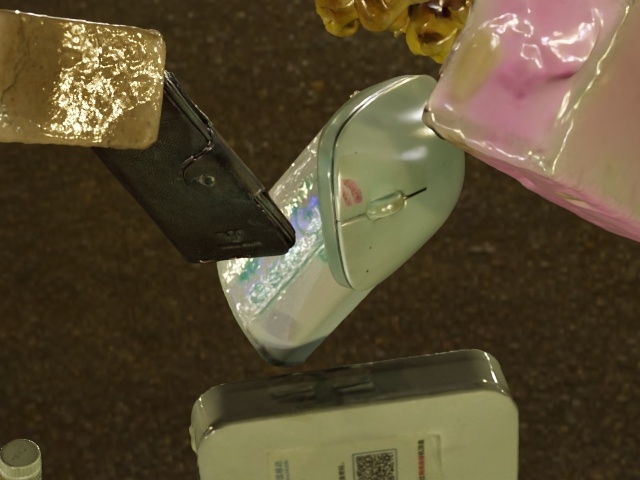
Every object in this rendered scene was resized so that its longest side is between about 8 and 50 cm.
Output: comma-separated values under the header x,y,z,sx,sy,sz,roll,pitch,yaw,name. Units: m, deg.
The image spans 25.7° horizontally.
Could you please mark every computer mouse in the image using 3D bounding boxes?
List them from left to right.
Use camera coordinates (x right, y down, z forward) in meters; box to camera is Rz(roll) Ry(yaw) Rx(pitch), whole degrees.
x,y,z,sx,sy,sz,roll,pitch,yaw,name
0.075,-0.060,1.260,0.097,0.159,0.288,0,18,15,computer mouse

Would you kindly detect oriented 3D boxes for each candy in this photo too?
x,y,z,sx,sy,sz,roll,pitch,yaw,name
0.194,-0.089,0.891,0.116,0.155,0.265,29,5,42,candy

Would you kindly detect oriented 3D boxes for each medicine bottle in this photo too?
x,y,z,sx,sy,sz,roll,pitch,yaw,name
-0.329,0.264,1.545,0.047,0.083,0.047,4,35,-3,medicine bottle

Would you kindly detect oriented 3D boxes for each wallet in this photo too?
x,y,z,sx,sy,sz,roll,pitch,yaw,name
-0.158,-0.078,1.518,0.172,0.318,0.045,-1,53,33,wallet

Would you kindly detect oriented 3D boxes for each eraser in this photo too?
x,y,z,sx,sy,sz,roll,pitch,yaw,name
0.000,0.000,1.742,0.104,0.290,0.189,6,46,-43,eraser

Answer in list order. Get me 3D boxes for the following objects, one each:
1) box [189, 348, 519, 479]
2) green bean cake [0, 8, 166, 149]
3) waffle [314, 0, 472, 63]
x,y,z,sx,sy,sz,roll,pitch,yaw,name
0.047,0.332,1.773,0.396,0.396,0.111,-7,33,-5,box
-0.225,-0.135,1.203,0.179,0.109,0.085,0,6,-40,green bean cake
0.065,-0.320,1.189,0.151,0.261,0.324,16,33,-50,waffle
